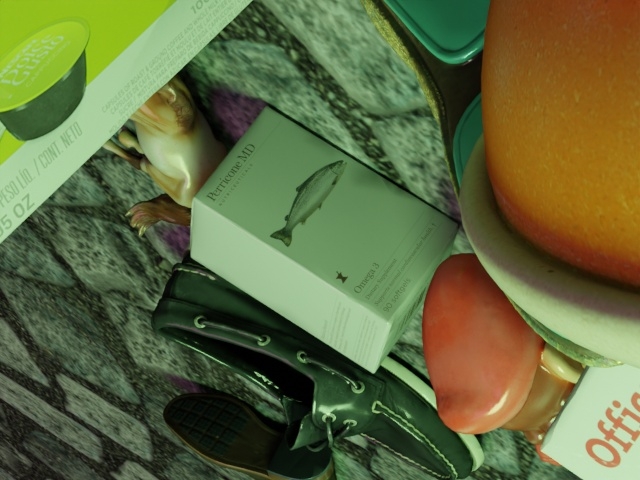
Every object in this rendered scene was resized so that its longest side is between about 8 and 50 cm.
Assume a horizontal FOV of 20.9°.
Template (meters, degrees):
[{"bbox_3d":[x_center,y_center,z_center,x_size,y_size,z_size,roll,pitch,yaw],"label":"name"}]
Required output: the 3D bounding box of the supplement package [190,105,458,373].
[{"bbox_3d":[0.000,0.000,1.344,0.179,0.105,0.105,32,156,10],"label":"supplement package"}]

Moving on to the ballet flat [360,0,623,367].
[{"bbox_3d":[0.113,-0.078,0.889,0.123,0.123,0.348,75,171,-55],"label":"ballet flat"}]

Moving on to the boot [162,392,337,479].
[{"bbox_3d":[-0.075,0.244,1.923,0.219,0.082,0.106,20,149,29],"label":"boot"}]

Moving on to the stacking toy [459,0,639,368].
[{"bbox_3d":[0.169,-0.222,0.574,0.351,0.350,0.480,10,125,46],"label":"stacking toy"}]

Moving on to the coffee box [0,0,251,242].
[{"bbox_3d":[-0.263,-0.238,0.939,0.338,0.337,0.334,29,156,35],"label":"coffee box"}]

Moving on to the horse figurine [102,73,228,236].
[{"bbox_3d":[-0.138,-0.091,1.420,0.174,0.066,0.263,28,153,33],"label":"horse figurine"}]

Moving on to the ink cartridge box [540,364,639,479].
[{"bbox_3d":[0.346,0.105,0.944,0.385,0.160,0.279,33,146,11],"label":"ink cartridge box"}]

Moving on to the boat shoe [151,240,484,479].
[{"bbox_3d":[-0.010,0.136,1.594,0.340,0.113,0.127,39,156,-4],"label":"boat shoe"}]

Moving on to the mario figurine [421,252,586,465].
[{"bbox_3d":[0.217,0.097,1.255,0.320,0.198,0.170,35,-158,-16],"label":"mario figurine"}]
